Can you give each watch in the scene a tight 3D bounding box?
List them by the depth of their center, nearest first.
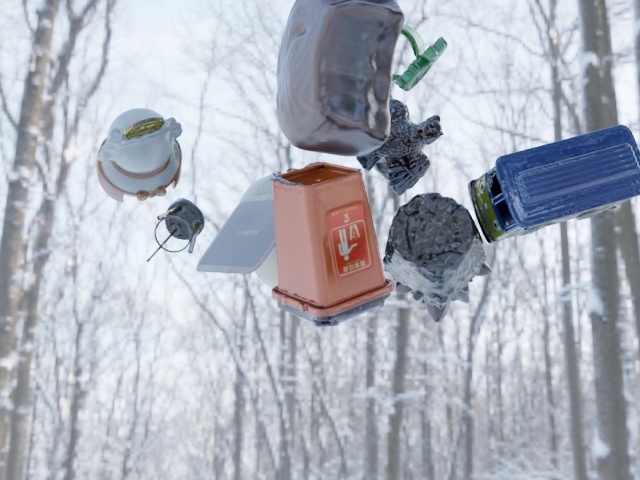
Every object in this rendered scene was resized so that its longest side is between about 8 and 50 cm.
[{"bbox_3d":[0.194,-0.444,2.326,0.165,0.152,0.131,-52,-8,27],"label":"watch"}]

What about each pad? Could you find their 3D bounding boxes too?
[{"bbox_3d":[-0.128,-0.014,1.762,0.002,0.176,0.266,41,-20,-23],"label":"pad"}]

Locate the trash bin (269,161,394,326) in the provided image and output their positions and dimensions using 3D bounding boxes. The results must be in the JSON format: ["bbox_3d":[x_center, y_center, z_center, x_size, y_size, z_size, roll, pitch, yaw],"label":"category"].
[{"bbox_3d":[0.000,0.000,1.597,0.161,0.239,0.184,-19,19,-32],"label":"trash bin"}]

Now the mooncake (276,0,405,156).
[{"bbox_3d":[0.029,-0.307,1.816,0.174,0.334,0.326,9,-55,-20],"label":"mooncake"}]

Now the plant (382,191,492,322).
[{"bbox_3d":[0.210,0.029,1.901,0.194,0.181,0.321,39,-12,20],"label":"plant"}]

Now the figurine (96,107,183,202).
[{"bbox_3d":[-0.278,-0.131,1.549,0.143,0.143,0.271,7,-3,-17],"label":"figurine"}]

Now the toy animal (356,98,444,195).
[{"bbox_3d":[0.176,-0.215,2.174,0.179,0.219,0.116,-21,-4,33],"label":"toy animal"}]

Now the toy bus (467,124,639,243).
[{"bbox_3d":[0.439,-0.101,1.850,0.287,0.138,0.175,-15,-9,-16],"label":"toy bus"}]

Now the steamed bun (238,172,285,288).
[{"bbox_3d":[-0.058,0.004,2.055,0.283,0.283,0.177,18,-56,-41],"label":"steamed bun"}]

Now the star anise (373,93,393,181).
[{"bbox_3d":[0.138,-0.265,2.425,0.139,0.316,0.359,-13,-8,0],"label":"star anise"}]

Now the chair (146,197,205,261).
[{"bbox_3d":[-0.304,-0.022,2.150,0.095,0.104,0.221,19,18,-4],"label":"chair"}]
